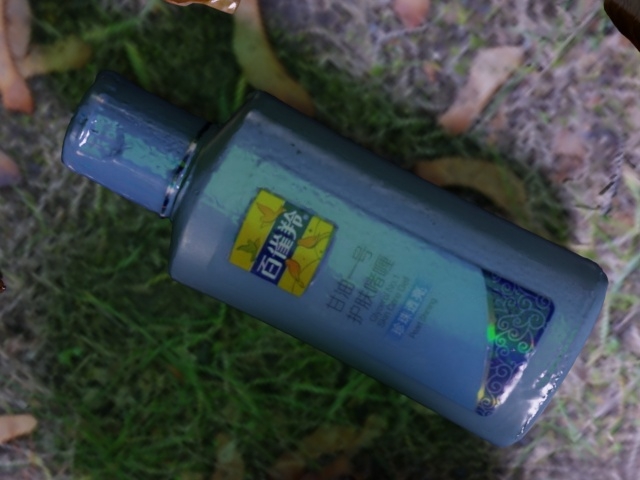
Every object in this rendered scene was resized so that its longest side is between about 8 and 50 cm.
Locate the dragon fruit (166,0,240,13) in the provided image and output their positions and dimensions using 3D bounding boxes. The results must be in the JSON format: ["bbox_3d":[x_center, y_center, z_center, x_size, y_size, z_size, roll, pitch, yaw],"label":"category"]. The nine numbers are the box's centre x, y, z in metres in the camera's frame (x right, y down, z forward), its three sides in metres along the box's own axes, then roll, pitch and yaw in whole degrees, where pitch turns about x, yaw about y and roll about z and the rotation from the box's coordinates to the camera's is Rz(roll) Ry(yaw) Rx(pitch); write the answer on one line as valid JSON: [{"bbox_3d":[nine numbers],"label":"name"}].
[{"bbox_3d":[-0.082,-0.193,0.378,0.172,0.172,0.209,10,114,3],"label":"dragon fruit"}]

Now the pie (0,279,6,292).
[{"bbox_3d":[-0.245,-0.026,0.507,0.092,0.034,0.170,-25,107,10],"label":"pie"}]

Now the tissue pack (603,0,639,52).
[{"bbox_3d":[0.207,-0.065,0.348,0.183,0.226,0.092,20,110,1],"label":"tissue pack"}]

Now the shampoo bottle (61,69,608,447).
[{"bbox_3d":[0.000,0.000,0.474,0.258,0.061,0.104,27,105,-2],"label":"shampoo bottle"}]
